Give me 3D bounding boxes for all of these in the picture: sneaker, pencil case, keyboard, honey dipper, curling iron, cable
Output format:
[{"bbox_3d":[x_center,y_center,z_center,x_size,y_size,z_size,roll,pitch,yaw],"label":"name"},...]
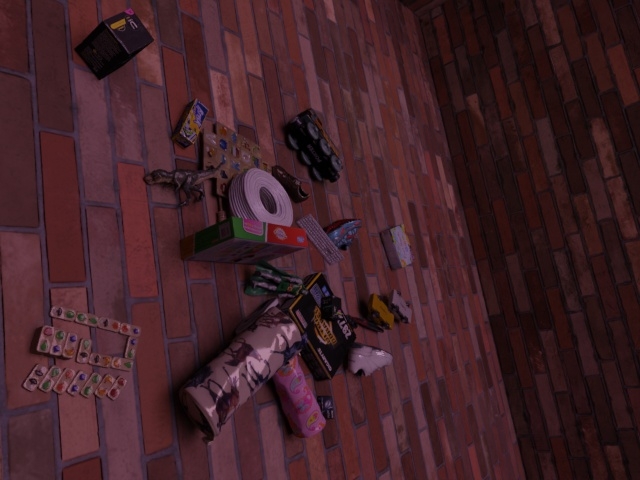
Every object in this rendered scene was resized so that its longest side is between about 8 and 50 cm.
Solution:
[{"bbox_3d":[-0.112,-0.232,1.908,0.188,0.071,0.066,50,41,-29],"label":"sneaker"},{"bbox_3d":[0.197,0.502,2.009,0.297,0.111,0.129,24,78,-46],"label":"sneaker"},{"bbox_3d":[-0.216,0.374,1.379,0.410,0.160,0.183,-39,100,-41],"label":"pencil case"},{"bbox_3d":[-0.083,0.506,1.595,0.124,0.124,0.284,-30,99,-54],"label":"pencil case"},{"bbox_3d":[-0.181,0.289,1.587,0.217,0.079,0.121,-40,108,-53],"label":"sneaker"},{"bbox_3d":[0.094,-0.021,2.097,0.262,0.104,0.125,-26,111,-48],"label":"sneaker"},{"bbox_3d":[0.000,0.000,1.962,0.256,0.072,0.014,52,15,-26],"label":"keyboard"},{"bbox_3d":[-0.333,-0.134,1.608,0.030,0.031,0.160,13,63,-50],"label":"honey dipper"},{"bbox_3d":[0.189,0.372,2.088,0.274,0.035,0.068,23,62,-46],"label":"curling iron"},{"bbox_3d":[-0.201,-0.123,1.657,0.257,0.089,0.257,51,30,-25],"label":"cable"}]

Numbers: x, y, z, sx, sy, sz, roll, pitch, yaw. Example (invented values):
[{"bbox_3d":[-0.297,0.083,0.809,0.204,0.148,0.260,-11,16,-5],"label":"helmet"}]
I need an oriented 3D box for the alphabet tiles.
[{"bbox_3d":[-0.286,-0.257,1.714,0.343,0.011,0.285,23,56,-51],"label":"alphabet tiles"}]

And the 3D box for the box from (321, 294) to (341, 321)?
[{"bbox_3d":[0.042,0.253,1.795,0.062,0.052,0.083,28,53,-46],"label":"box"}]

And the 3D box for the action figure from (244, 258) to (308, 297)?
[{"bbox_3d":[-0.133,0.152,1.654,0.232,0.137,0.063,18,19,-39],"label":"action figure"}]

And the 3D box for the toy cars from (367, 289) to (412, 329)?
[{"bbox_3d":[0.307,0.323,2.229,0.394,0.087,0.176,2,74,-57],"label":"toy cars"}]

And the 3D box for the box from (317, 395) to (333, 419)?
[{"bbox_3d":[0.018,0.614,1.769,0.067,0.018,0.083,21,59,-47],"label":"box"}]

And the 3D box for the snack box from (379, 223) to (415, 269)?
[{"bbox_3d":[0.399,0.032,2.483,0.175,0.070,0.207,-18,89,-55],"label":"snack box"}]

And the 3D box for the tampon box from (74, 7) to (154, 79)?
[{"bbox_3d":[-0.574,-0.548,1.344,0.101,0.161,0.120,54,39,-24],"label":"tampon box"}]

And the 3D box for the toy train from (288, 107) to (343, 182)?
[{"bbox_3d":[-0.013,-0.408,2.070,0.334,0.142,0.190,51,31,-27],"label":"toy train"}]

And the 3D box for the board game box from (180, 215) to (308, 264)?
[{"bbox_3d":[-0.232,0.011,1.499,0.317,0.242,0.064,9,67,-52],"label":"board game box"}]

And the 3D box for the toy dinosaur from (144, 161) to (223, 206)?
[{"bbox_3d":[-0.400,-0.172,1.483,0.268,0.064,0.118,-17,110,-44],"label":"toy dinosaur"}]

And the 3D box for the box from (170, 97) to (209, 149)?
[{"bbox_3d":[-0.424,-0.381,1.567,0.059,0.054,0.168,41,47,-36],"label":"box"}]

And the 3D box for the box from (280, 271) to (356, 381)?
[{"bbox_3d":[-0.006,0.320,1.814,0.321,0.079,0.257,62,35,-14],"label":"box"}]

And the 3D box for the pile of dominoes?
[{"bbox_3d":[-0.546,0.269,1.140,0.251,0.040,0.195,29,54,-44],"label":"pile of dominoes"}]
